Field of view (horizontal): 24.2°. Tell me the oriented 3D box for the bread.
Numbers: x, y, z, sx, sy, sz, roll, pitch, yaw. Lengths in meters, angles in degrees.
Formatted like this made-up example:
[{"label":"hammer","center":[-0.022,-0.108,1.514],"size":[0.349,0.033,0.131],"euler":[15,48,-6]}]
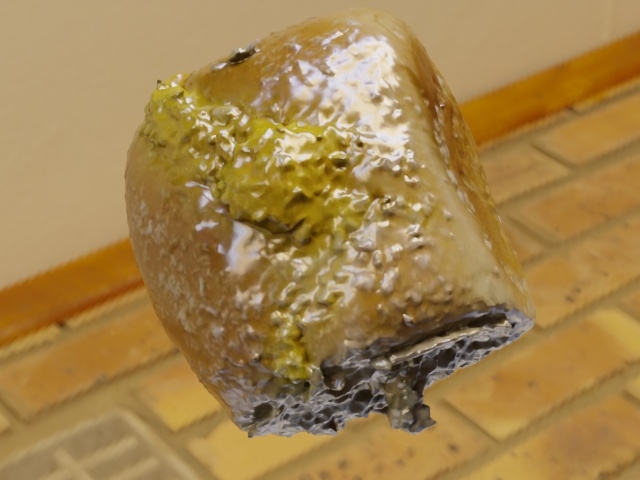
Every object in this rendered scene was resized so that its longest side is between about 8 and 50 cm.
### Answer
[{"label":"bread","center":[0.000,0.000,0.866],"size":[0.195,0.246,0.176],"euler":[-28,-14,25]}]
